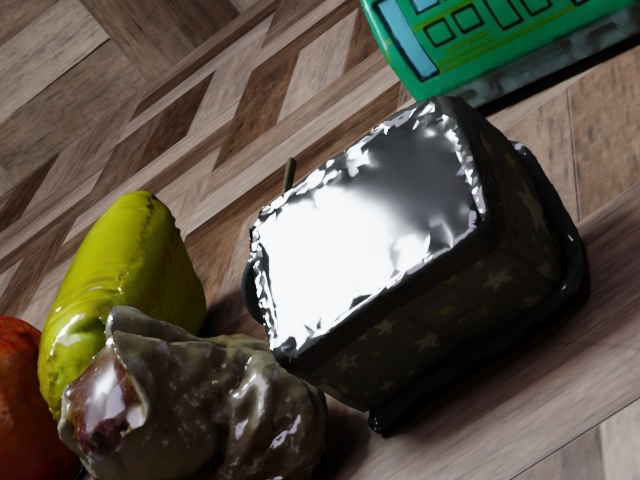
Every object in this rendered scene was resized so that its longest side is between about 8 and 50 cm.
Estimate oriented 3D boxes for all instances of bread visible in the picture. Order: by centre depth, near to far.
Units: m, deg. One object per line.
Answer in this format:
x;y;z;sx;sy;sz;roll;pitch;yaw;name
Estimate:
-0.192;0.085;1.843;0.112;0.166;0.383;-17;20;9;bread

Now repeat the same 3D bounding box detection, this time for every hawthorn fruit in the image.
-0.317;0.153;1.871;0.189;0.251;0.189;-10;21;4;hawthorn fruit

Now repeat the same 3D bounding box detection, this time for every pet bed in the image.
0.074;0.022;1.432;0.211;0.159;0.183;-37;41;19;pet bed

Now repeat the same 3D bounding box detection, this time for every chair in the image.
-0.001;0.000;1.785;0.095;0.104;0.221;-15;20;20;chair

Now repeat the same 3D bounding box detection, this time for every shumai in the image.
-0.105;0.119;1.485;0.184;0.185;0.218;-40;14;0;shumai

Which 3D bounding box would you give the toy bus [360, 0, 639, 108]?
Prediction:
0.204;-0.268;1.857;0.343;0.199;0.183;-23;21;44;toy bus

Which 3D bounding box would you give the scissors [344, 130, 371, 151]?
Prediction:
0.021;-0.086;2.129;0.119;0.014;0.058;-38;10;-5;scissors
